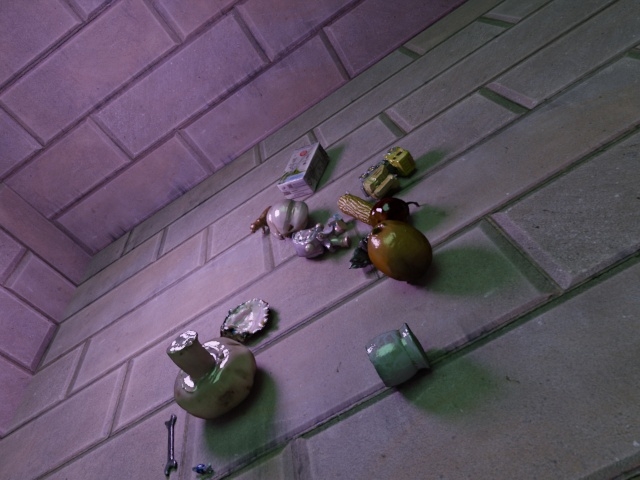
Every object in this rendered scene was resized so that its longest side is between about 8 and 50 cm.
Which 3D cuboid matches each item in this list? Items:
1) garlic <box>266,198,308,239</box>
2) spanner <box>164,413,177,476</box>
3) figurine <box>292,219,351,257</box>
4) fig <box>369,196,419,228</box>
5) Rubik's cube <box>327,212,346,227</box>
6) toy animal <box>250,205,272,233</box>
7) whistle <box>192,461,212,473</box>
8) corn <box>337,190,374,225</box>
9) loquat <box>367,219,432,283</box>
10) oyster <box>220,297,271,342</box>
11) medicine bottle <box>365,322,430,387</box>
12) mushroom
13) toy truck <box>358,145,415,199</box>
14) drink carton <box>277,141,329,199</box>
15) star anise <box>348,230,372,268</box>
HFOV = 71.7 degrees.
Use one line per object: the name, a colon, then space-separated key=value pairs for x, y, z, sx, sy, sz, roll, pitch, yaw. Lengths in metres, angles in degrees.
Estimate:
garlic: x=-0.178 y=-0.106 z=2.204 sx=0.281 sy=0.185 sz=0.203 roll=-7 pitch=62 yaw=38
spanner: x=-0.550 y=0.742 z=1.626 sx=0.054 sy=0.015 sz=0.254 roll=-38 pitch=31 yaw=3
figurine: x=-0.001 y=0.000 z=1.938 sx=0.276 sy=0.133 sz=0.200 roll=-13 pitch=31 yaw=28
fig: x=0.291 y=-0.113 z=1.765 sx=0.202 sy=0.148 sz=0.149 roll=-47 pitch=5 yaw=3
Rubik's cube: x=0.078 y=-0.079 z=2.011 sx=0.073 sy=0.075 sz=0.084 roll=-29 pitch=31 yaw=19
toy animal: x=-0.287 y=-0.116 z=2.400 sx=0.057 sy=0.099 sz=0.241 roll=9 pitch=54 yaw=49
whistle: x=-0.386 y=0.743 z=1.446 sx=0.083 sy=0.029 sz=0.033 roll=-16 pitch=69 yaw=24
corn: x=0.179 y=-0.139 z=1.968 sx=0.106 sy=0.106 sz=0.293 roll=-44 pitch=36 yaw=-10
loquat: x=0.271 y=0.034 z=1.510 sx=0.193 sy=0.238 sz=0.238 roll=-45 pitch=32 yaw=-12
oyster: x=-0.318 y=0.343 z=1.852 sx=0.260 sy=0.092 sz=0.198 roll=-24 pitch=33 yaw=5
medicine bottle: x=0.223 y=0.327 z=1.268 sx=0.143 sy=0.147 sz=0.147 roll=-29 pitch=32 yaw=7
mushroom: x=-0.404 y=0.447 z=1.565 sx=0.314 sy=0.336 sz=0.314 roll=-19 pitch=35 yaw=13
toy truck: x=0.311 y=-0.301 z=2.017 sx=0.272 sy=0.124 sz=0.157 roll=-43 pitch=31 yaw=-8
drink carton: x=-0.093 y=-0.400 z=2.546 sx=0.194 sy=0.132 sz=0.324 roll=-12 pitch=41 yaw=35
star anise: x=0.184 y=0.034 z=1.693 sx=0.209 sy=0.089 sz=0.231 roll=-56 pitch=-7 yaw=17
